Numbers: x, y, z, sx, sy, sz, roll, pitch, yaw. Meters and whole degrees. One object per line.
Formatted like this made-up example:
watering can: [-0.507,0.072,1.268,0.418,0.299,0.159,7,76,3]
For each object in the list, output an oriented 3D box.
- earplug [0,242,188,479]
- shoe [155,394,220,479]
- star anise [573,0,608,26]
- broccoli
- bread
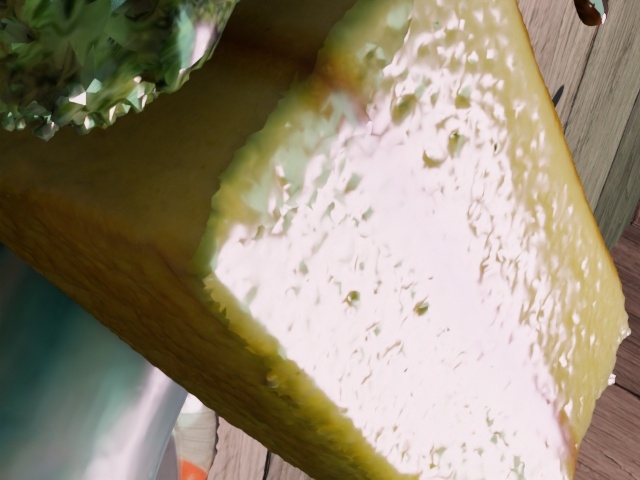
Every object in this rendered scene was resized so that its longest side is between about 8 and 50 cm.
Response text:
earplug: [-0.126,0.016,0.958,0.324,0.185,0.185,-66,166,-8]
shoe: [-0.175,0.226,1.239,0.171,0.132,0.336,-38,152,-44]
star anise: [0.063,-0.174,0.694,0.073,0.234,0.177,-35,-168,10]
broccoli: [-0.086,-0.168,0.668,0.226,0.198,0.176,-62,177,29]
bread: [0.000,0.000,0.909,0.233,0.245,0.362,-54,138,-21]
